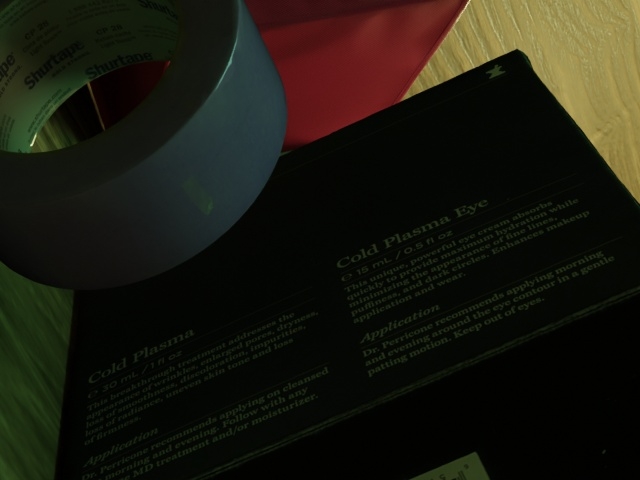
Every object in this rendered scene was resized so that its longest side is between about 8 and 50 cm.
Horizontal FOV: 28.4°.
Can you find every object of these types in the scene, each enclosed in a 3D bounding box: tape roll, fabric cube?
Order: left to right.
[{"bbox_3d":[-0.118,-0.073,0.671,0.080,0.189,0.189,62,7,-53],"label":"tape roll"},{"bbox_3d":[-0.067,-0.231,1.090,0.254,0.258,0.259,125,-53,-62],"label":"fabric cube"}]

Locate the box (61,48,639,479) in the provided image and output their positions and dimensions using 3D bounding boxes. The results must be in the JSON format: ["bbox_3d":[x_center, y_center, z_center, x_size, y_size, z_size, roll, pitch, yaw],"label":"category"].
[{"bbox_3d":[0.036,0.075,0.775,0.312,0.343,0.179,-103,168,-60],"label":"box"}]

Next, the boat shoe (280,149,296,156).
[{"bbox_3d":[0.000,0.000,1.190,0.319,0.116,0.099,50,-25,20],"label":"boat shoe"}]
